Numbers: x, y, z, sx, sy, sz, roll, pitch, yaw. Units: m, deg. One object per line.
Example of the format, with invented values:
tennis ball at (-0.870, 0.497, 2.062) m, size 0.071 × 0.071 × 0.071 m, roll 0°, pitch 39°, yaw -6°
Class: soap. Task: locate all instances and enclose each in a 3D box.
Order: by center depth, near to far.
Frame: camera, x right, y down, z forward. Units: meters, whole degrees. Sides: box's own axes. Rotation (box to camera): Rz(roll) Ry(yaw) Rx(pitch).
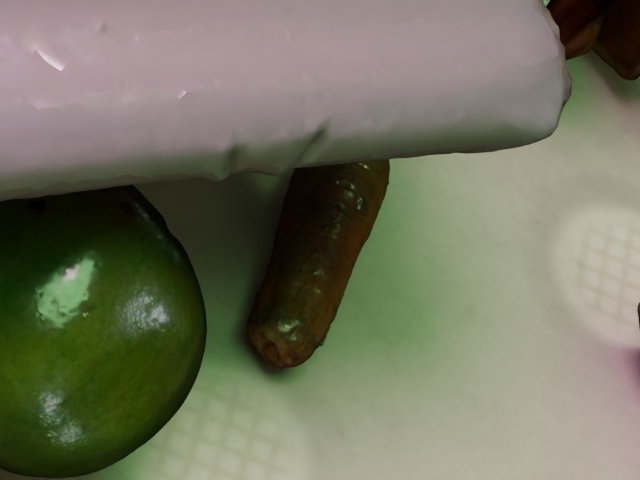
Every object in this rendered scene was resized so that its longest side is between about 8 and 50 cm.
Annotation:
soap at (-0.125, -0.160, 1.014) m, size 0.435 × 0.350 × 0.213 m, roll -6°, pitch 106°, yaw -34°

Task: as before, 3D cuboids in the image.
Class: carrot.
carrot at (0.000, 0.000, 1.190) m, size 0.060 × 0.060 × 0.186 m, roll 25°, pitch 52°, yaw -9°

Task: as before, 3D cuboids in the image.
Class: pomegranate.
pomegranate at (-0.170, 0.057, 1.013) m, size 0.225 × 0.187 × 0.187 m, roll -43°, pitch 82°, yaw -10°

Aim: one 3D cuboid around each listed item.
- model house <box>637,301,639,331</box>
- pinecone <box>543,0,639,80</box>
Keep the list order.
model house at (0.327, 0.118, 1.116) m, size 0.261 × 0.321 × 0.266 m, roll 14°, pitch 55°, yaw -9°
pinecone at (0.163, -0.287, 1.260) m, size 0.384 × 0.384 × 0.384 m, roll 12°, pitch 55°, yaw -18°
